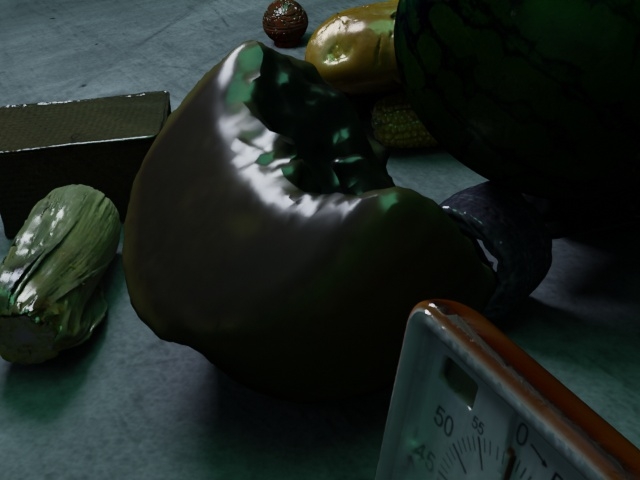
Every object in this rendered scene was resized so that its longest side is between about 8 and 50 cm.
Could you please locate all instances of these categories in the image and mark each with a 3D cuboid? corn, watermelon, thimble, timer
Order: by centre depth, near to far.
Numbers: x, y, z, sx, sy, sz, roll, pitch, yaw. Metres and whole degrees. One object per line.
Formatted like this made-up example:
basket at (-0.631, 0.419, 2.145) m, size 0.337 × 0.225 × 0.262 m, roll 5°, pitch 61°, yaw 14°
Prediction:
timer at (0.149, 0.194, 0.655) m, size 0.161 × 0.250 × 0.257 m, roll -18°, pitch 33°, yaw -19°
watermelon at (0.251, -0.213, 0.969) m, size 0.363 × 0.363 × 0.363 m, roll -5°, pitch 31°, yaw 3°
thimble at (0.187, 0.013, 1.044) m, size 0.150 × 0.150 × 0.098 m, roll 20°, pitch 39°, yaw 36°
corn at (-0.328, 0.034, 1.130) m, size 0.122 × 0.123 × 0.305 m, roll -3°, pitch 32°, yaw 2°
corn at (0.210, -0.196, 1.440) m, size 0.260 × 0.091 × 0.091 m, roll -5°, pitch 32°, yaw 0°

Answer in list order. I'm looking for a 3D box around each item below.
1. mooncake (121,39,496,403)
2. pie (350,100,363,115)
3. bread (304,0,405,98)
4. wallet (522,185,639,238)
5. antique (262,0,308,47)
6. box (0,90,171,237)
mooncake at (-0.012, -0.032, 0.971) m, size 0.393 × 0.246 × 0.394 m, roll -7°, pitch 57°, yaw 32°
pie at (0.032, -0.223, 1.583) m, size 0.084 × 0.020 × 0.084 m, roll -7°, pitch 31°, yaw 4°
bread at (0.140, -0.318, 1.498) m, size 0.328 × 0.148 × 0.337 m, roll 0°, pitch 4°, yaw 12°
wallet at (0.373, -0.124, 1.111) m, size 0.323 × 0.041 × 0.247 m, roll -14°, pitch 62°, yaw 11°
antique at (-0.075, -0.468, 1.929) m, size 0.104 × 0.104 × 0.104 m, roll -5°, pitch 31°, yaw 3°
box at (-0.355, -0.120, 1.371) m, size 0.273 × 0.143 × 0.184 m, roll -7°, pitch 31°, yaw -2°
